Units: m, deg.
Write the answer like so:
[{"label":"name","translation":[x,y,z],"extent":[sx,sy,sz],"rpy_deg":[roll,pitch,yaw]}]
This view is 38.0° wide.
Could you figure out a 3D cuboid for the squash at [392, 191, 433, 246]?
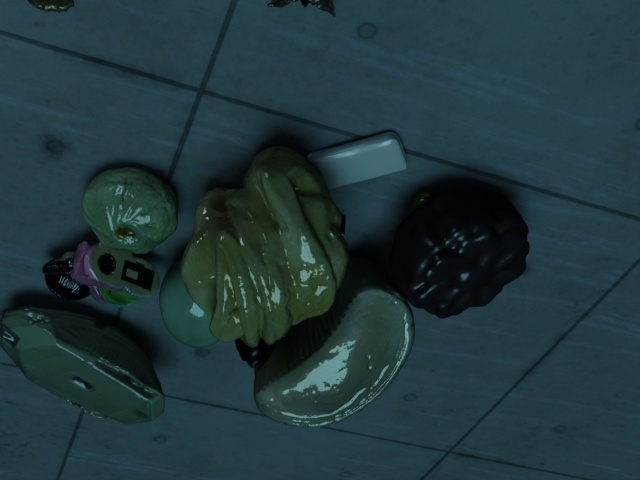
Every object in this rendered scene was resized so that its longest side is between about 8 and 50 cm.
[{"label":"squash","translation":[0.188,-0.018,1.867],"extent":[0.066,0.066,0.201],"rpy_deg":[6,133,-7]}]

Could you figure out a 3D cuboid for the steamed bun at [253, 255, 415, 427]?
[{"label":"steamed bun","translation":[0.047,0.236,1.948],"extent":[0.236,0.247,0.383],"rpy_deg":[37,102,-18]}]

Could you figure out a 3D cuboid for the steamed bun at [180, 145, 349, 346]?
[{"label":"steamed bun","translation":[-0.121,0.023,1.719],"extent":[0.230,0.325,0.372],"rpy_deg":[-8,156,-49]}]

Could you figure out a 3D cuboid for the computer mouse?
[{"label":"computer mouse","translation":[-0.536,0.270,2.139],"extent":[0.429,0.145,0.228],"rpy_deg":[33,137,-16]}]

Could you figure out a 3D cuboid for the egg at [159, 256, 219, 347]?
[{"label":"egg","translation":[-0.254,0.128,1.951],"extent":[0.168,0.168,0.231],"rpy_deg":[5,134,-6]}]

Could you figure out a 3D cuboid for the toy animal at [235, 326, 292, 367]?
[{"label":"toy animal","translation":[-0.119,0.163,1.996],"extent":[0.116,0.219,0.179],"rpy_deg":[14,178,-6]}]

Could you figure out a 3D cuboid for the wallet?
[{"label":"wallet","translation":[0.065,-0.147,1.746],"extent":[0.190,0.033,0.095],"rpy_deg":[-12,135,13]}]

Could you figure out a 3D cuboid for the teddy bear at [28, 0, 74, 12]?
[{"label":"teddy bear","translation":[-0.462,-0.411,1.290],"extent":[0.222,0.296,0.246],"rpy_deg":[24,107,6]}]

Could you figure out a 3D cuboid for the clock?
[{"label":"clock","translation":[-0.462,0.079,1.940],"extent":[0.195,0.100,0.194],"rpy_deg":[-12,149,40]}]

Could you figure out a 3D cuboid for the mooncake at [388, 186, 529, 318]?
[{"label":"mooncake","translation":[0.279,0.033,1.816],"extent":[0.283,0.141,0.283],"rpy_deg":[-15,139,-13]}]

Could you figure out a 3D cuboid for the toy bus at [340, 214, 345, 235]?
[{"label":"toy bus","translation":[0.000,0.000,1.891],"extent":[0.075,0.060,0.123],"rpy_deg":[17,134,-12]}]

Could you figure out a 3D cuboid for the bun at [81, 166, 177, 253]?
[{"label":"bun","translation":[-0.369,-0.046,1.798],"extent":[0.195,0.118,0.195],"rpy_deg":[-1,142,-1]}]

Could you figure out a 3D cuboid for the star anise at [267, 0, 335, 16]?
[{"label":"star anise","translation":[-0.021,-0.409,1.431],"extent":[0.124,0.056,0.129],"rpy_deg":[7,138,-7]}]
